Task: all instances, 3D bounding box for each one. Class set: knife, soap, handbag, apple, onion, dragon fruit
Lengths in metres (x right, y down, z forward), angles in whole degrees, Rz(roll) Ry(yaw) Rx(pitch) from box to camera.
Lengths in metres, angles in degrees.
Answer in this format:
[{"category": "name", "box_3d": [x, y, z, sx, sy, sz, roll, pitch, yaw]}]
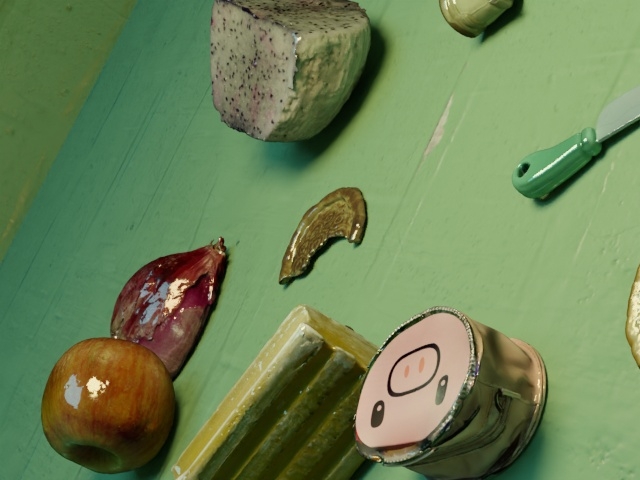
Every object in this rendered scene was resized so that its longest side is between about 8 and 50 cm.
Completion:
[{"category": "knife", "box_3d": [0.317, -0.127, 1.289, 0.260, 0.034, 0.063, -35, 28, 31]}, {"category": "soap", "box_3d": [-0.034, 0.227, 1.387, 0.274, 0.173, 0.089, -52, 19, 15]}, {"category": "handbag", "box_3d": [0.128, 0.163, 1.221, 0.205, 0.116, 0.179, -28, 41, 46]}, {"category": "apple", "box_3d": [-0.332, 0.258, 1.848, 0.211, 0.211, 0.188, -35, 31, 41]}, {"category": "onion", "box_3d": [-0.267, 0.098, 2.004, 0.283, 0.120, 0.227, -57, 31, 6]}, {"category": "dragon fruit", "box_3d": [-0.037, -0.277, 1.908, 0.283, 0.204, 0.221, 34, 122, 49]}]

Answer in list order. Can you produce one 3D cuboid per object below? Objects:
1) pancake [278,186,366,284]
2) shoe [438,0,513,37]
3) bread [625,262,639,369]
[{"category": "pancake", "box_3d": [0.000, 0.000, 1.734, 0.190, 0.020, 0.184, -54, 27, 13]}, {"category": "shoe", "box_3d": [0.247, -0.413, 1.631, 0.098, 0.103, 0.275, -15, 57, 54]}, {"category": "bread", "box_3d": [0.359, 0.044, 0.981, 0.236, 0.070, 0.236, -44, 30, 33]}]
